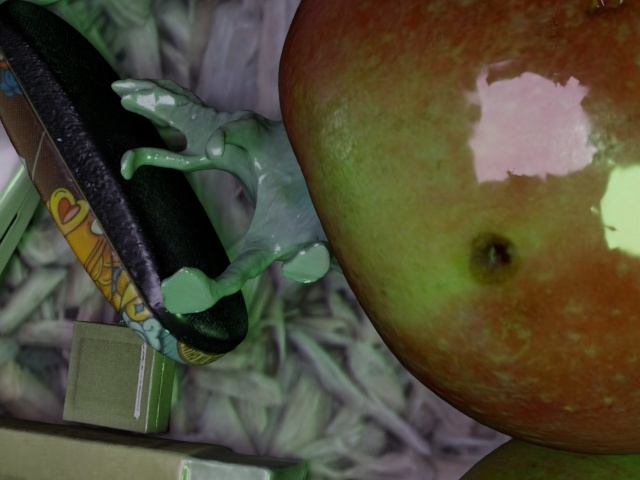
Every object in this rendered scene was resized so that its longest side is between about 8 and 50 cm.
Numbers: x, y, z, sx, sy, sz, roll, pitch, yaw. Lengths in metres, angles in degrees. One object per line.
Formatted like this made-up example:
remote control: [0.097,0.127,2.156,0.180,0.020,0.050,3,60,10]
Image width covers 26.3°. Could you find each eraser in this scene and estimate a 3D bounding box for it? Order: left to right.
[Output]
eraser: [-0.180,0.214,1.032,0.343,0.078,0.144,4,87,24]

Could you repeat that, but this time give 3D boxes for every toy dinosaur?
toy dinosaur: [0.000,0.000,0.925,0.393,0.205,0.092,27,118,6]

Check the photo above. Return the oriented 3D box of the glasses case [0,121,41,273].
glasses case: [-0.318,0.008,1.118,0.113,0.075,0.297,37,101,23]

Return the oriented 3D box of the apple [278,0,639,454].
apple: [0.148,-0.053,0.765,0.277,0.348,0.348,-26,75,18]

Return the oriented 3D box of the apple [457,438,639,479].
apple: [0.170,0.204,0.816,0.188,0.174,0.207,13,46,44]

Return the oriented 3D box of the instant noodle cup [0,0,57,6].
instant noodle cup: [-0.236,-0.329,1.000,0.340,0.340,0.266,-22,88,22]

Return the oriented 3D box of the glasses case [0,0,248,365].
glasses case: [-0.157,-0.048,1.021,0.082,0.122,0.321,-38,70,17]

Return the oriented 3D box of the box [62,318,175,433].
box: [-0.154,0.102,1.054,0.079,0.035,0.083,6,87,26]
